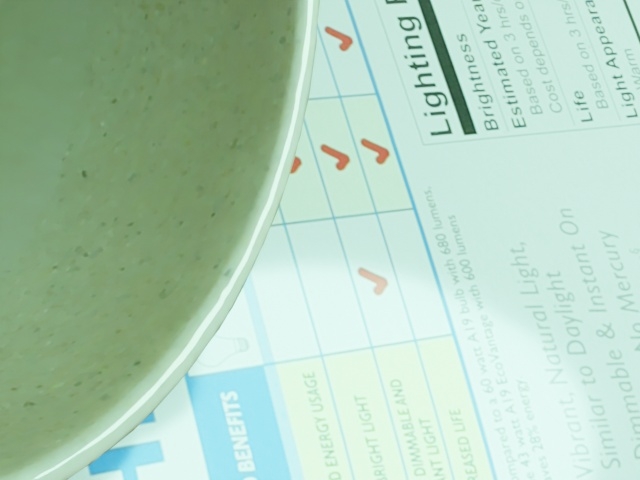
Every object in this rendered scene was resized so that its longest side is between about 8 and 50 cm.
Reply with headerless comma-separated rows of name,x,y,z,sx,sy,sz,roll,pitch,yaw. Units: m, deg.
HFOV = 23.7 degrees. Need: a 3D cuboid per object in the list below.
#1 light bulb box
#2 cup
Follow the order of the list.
light bulb box,0.000,0.000,0.719,0.361,0.358,0.225,-7,159,-24
cup,-0.189,-0.095,0.445,0.237,0.331,0.331,3,178,36
